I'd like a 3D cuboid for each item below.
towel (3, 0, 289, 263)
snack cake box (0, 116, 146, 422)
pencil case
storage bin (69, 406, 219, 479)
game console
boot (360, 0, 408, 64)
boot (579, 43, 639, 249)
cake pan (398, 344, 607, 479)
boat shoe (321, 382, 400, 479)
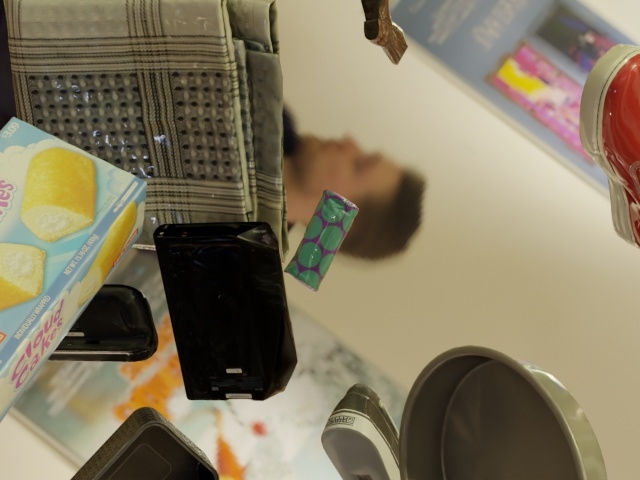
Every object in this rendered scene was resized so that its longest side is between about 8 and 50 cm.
[{"bbox_3d":[-0.191,-0.124,1.509,0.056,0.324,0.312,-52,143,-63],"label":"towel"},{"bbox_3d":[-0.291,0.026,1.250,0.264,0.152,0.089,-59,171,-36],"label":"snack cake box"},{"bbox_3d":[0.000,0.000,2.090,0.151,0.064,0.070,-63,-165,-1],"label":"pencil case"},{"bbox_3d":[-0.223,0.303,1.625,0.180,0.122,0.084,-47,-166,-7],"label":"storage bin"},{"bbox_3d":[-0.210,0.080,1.533,0.044,0.361,0.213,-67,153,-60],"label":"game console"},{"bbox_3d":[0.091,-0.301,1.841,0.114,0.037,0.106,21,75,-63],"label":"boot"},{"bbox_3d":[0.315,-0.050,1.132,0.088,0.176,0.244,-44,137,-12],"label":"boot"},{"bbox_3d":[0.192,0.253,1.434,0.054,0.293,0.293,-6,146,-35],"label":"cake pan"},{"bbox_3d":[0.089,0.327,1.890,0.113,0.306,0.105,-8,-144,31],"label":"boat shoe"}]
